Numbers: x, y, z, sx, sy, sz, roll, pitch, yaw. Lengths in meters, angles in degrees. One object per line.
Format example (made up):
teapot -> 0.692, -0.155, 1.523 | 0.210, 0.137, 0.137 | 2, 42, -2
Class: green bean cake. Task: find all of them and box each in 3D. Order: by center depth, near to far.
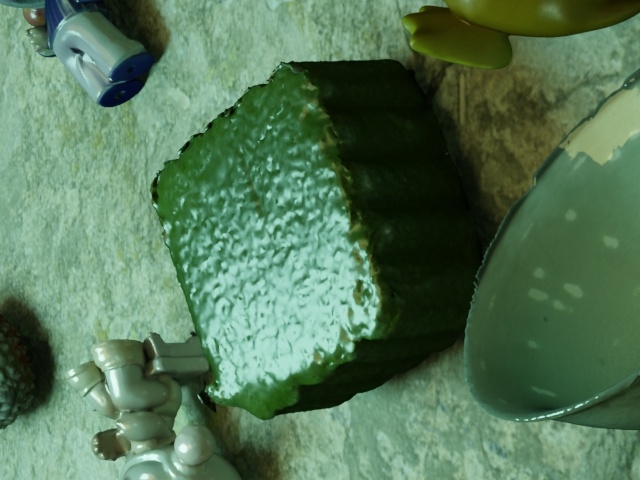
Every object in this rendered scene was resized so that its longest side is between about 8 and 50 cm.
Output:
green bean cake -> 0.000, 0.000, 1.271 | 0.247, 0.156, 0.250 | -36, 69, 41

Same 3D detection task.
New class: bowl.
bowl -> 0.249, 0.020, 0.996 | 0.313, 0.146, 0.313 | -47, 19, 22

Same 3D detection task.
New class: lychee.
lychee -> -0.411, 0.146, 1.715 | 0.197, 0.165, 0.165 | 20, 110, 22

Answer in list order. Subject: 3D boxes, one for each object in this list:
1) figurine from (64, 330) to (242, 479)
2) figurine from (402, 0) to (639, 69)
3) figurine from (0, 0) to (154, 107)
figurine -> -0.149, 0.225, 1.480 | 0.182, 0.144, 0.257 | -26, 72, 24
figurine -> 0.153, -0.248, 1.083 | 0.215, 0.215, 0.228 | 22, 133, 43
figurine -> -0.279, -0.256, 1.567 | 0.194, 0.133, 0.274 | -20, 93, 57
